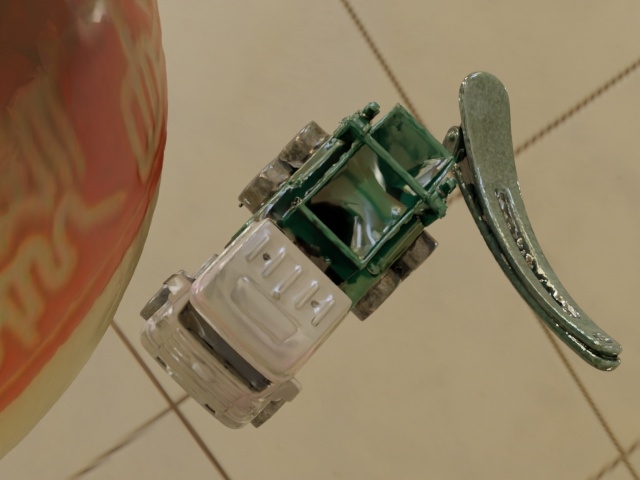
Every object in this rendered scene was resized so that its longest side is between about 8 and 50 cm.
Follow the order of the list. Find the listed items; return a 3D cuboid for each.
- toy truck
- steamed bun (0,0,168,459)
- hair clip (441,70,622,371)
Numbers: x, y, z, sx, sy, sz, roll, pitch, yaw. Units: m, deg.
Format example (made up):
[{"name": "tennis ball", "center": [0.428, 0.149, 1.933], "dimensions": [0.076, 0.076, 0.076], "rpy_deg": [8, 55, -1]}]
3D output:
[{"name": "toy truck", "center": [0.000, 0.000, 0.944], "dimensions": [0.110, 0.116, 0.216], "rpy_deg": [44, 56, -1]}, {"name": "steamed bun", "center": [-0.198, -0.070, 0.588], "dimensions": [0.374, 0.241, 0.374], "rpy_deg": [22, 62, -49]}, {"name": "hair clip", "center": [0.123, -0.001, 0.976], "dimensions": [0.039, 0.229, 0.070], "rpy_deg": [4, 133, -28]}]
